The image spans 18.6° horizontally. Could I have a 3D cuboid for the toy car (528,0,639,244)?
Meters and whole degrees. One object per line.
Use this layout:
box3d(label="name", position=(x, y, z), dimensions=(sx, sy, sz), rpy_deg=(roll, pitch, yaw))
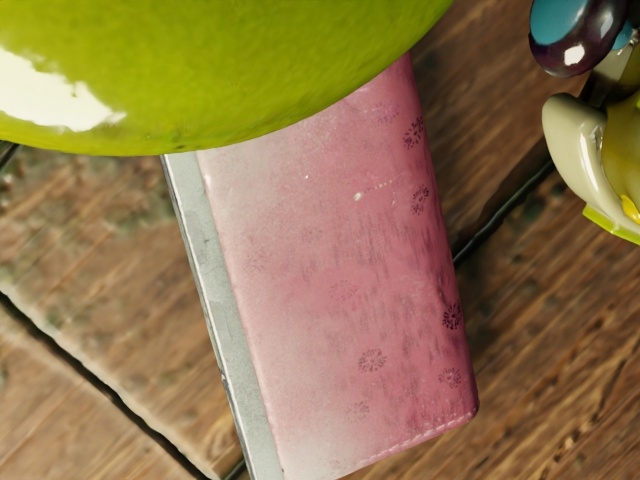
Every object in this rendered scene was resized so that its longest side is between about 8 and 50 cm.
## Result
box3d(label="toy car", position=(0.229, -0.087, 0.831), dimensions=(0.204, 0.198, 0.248), rpy_deg=(22, 99, -28))

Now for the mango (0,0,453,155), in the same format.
box3d(label="mango", position=(-0.062, -0.119, 0.719), dimensions=(0.273, 0.149, 0.185), rpy_deg=(11, 101, -29))

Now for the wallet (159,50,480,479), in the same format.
box3d(label="wallet", position=(0.000, 0.000, 0.867), dimensions=(0.119, 0.025, 0.232), rpy_deg=(-21, 118, -14))
